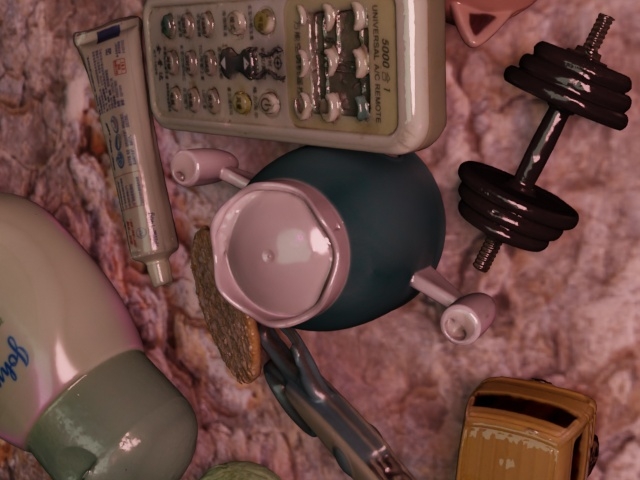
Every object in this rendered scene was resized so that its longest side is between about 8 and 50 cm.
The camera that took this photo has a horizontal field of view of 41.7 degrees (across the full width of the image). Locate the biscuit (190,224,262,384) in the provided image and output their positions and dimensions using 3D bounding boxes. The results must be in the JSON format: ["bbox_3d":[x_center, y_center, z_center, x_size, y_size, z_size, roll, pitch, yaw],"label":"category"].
[{"bbox_3d":[-0.087,0.061,0.776,0.152,0.020,0.152,48,148,44],"label":"biscuit"}]

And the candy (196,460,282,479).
[{"bbox_3d":[-0.096,0.420,0.846,0.119,0.119,0.440,15,111,24],"label":"candy"}]

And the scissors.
[{"bbox_3d":[0.027,0.166,0.690,0.289,0.041,0.138,43,151,43],"label":"scissors"}]

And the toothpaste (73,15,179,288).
[{"bbox_3d":[-0.186,-0.085,0.833,0.069,0.047,0.269,-13,90,47],"label":"toothpaste"}]

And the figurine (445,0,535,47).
[{"bbox_3d":[0.113,-0.218,0.617,0.125,0.125,0.138,43,76,15],"label":"figurine"}]

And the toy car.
[{"bbox_3d":[0.152,0.245,0.670,0.101,0.124,0.257,9,101,27],"label":"toy car"}]

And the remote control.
[{"bbox_3d":[-0.034,-0.146,0.686,0.335,0.065,0.128,13,110,46],"label":"remote control"}]

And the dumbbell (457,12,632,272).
[{"bbox_3d":[0.165,-0.069,0.629,0.099,0.099,0.209,30,109,20],"label":"dumbbell"}]

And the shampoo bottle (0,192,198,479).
[{"bbox_3d":[-0.269,0.124,0.850,0.349,0.151,0.222,44,112,13],"label":"shampoo bottle"}]

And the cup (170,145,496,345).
[{"bbox_3d":[0.000,0.000,0.681,0.299,0.173,0.168,29,111,20],"label":"cup"}]
